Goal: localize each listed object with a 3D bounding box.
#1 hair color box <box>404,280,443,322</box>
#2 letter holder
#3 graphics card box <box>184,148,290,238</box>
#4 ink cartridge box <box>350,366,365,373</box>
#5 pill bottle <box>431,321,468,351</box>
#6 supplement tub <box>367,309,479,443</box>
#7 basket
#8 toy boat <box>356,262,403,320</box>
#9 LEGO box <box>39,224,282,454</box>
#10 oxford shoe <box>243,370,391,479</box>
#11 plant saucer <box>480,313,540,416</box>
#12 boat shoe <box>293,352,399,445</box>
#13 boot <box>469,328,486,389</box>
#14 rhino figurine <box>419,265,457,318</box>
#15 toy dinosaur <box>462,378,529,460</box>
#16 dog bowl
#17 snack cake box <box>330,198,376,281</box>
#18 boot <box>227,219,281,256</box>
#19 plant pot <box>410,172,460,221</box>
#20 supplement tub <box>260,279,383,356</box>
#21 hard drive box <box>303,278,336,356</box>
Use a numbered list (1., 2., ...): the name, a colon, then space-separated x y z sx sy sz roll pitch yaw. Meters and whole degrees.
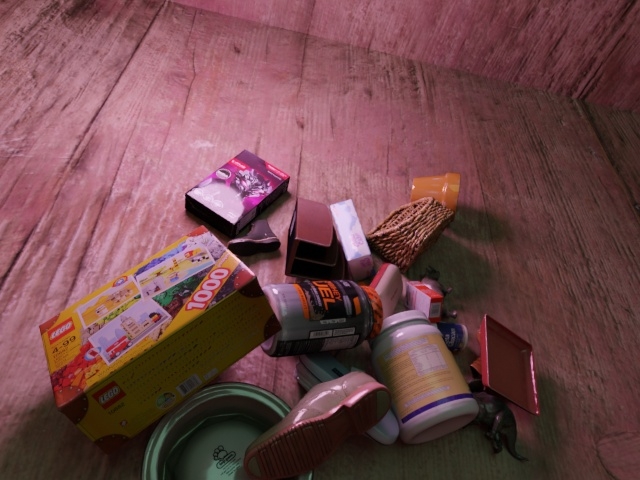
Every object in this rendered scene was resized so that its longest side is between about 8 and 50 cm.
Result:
1. hair color box: 0.354 0.210 1.722 0.053 0.093 0.167 -2 15 -20
2. letter holder: 0.000 0.000 1.756 0.215 0.152 0.301 13 30 -8
3. graphics card box: -0.312 -0.189 1.919 0.233 0.094 0.371 33 50 12
4. ink cartridge box: 0.106 0.439 1.544 0.048 0.028 0.083 19 48 0
5. pill bottle: 0.403 0.321 1.691 0.170 0.094 0.094 9 48 -9
6. supplement tub: 0.291 0.402 1.489 0.241 0.241 0.331 -6 53 -21
7. basket: 0.342 -0.065 1.927 0.223 0.213 0.299 40 51 17
8. toy boat: 0.183 0.182 1.738 0.151 0.151 0.231 6 40 30
9. LEGO box: -0.412 0.221 1.284 0.500 0.193 0.372 -34 37 -18
10. oxford shoe: -0.018 0.456 1.252 0.397 0.140 0.146 -19 24 -23
11. plant saucer: 0.603 0.406 1.614 0.258 0.048 0.259 33 46 -23
12. boat shoe: 0.051 0.473 1.427 0.367 0.156 0.136 36 23 27
13. boot: 0.551 0.399 1.678 0.152 0.073 0.197 -11 57 -31
14. rhino figurine: 0.421 0.184 1.832 0.106 0.073 0.243 9 47 -13
15. toy dinosaur: 0.525 0.537 1.527 0.314 0.121 0.160 34 56 17
16. dog bowl: -0.229 0.575 1.245 0.408 0.150 0.407 8 49 -9
17. snack cake box: 0.118 -0.002 1.835 0.089 0.152 0.264 -17 54 1
18. boot: -0.258 -0.017 1.809 0.198 0.076 0.137 0 45 -34
19. plant pot: 0.479 -0.192 2.105 0.188 0.205 0.205 8 47 10
20. supplement tub: -0.003 0.221 1.449 0.338 0.207 0.207 -1 50 -26
21. hard drive box: -0.013 0.266 1.619 0.232 0.089 0.181 34 48 13
